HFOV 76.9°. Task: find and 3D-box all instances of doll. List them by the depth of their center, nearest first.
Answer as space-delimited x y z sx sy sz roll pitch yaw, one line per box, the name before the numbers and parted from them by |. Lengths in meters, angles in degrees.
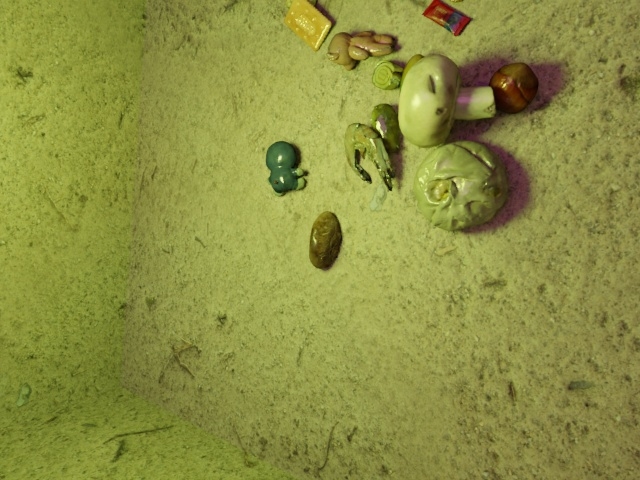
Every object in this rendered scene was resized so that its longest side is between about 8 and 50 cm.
doll | 0.183 -0.850 1.828 0.304 0.156 0.201 8 54 12
doll | -0.195 -0.371 2.047 0.228 0.154 0.257 -11 79 34

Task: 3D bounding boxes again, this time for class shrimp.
shrimp | 0.214 -0.359 1.805 0.360 0.085 0.247 58 148 9

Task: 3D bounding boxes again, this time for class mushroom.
mushroom | 0.451 -0.546 1.542 0.353 0.353 0.324 -31 54 27
mushroom | 0.000 0.000 1.925 0.156 0.151 0.284 9 96 29

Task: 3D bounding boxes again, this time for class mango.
mango | 0.386 -0.679 1.696 0.092 0.130 0.194 18 98 3

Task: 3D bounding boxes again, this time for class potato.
potato | 0.289 -0.494 1.777 0.118 0.090 0.225 -14 89 12

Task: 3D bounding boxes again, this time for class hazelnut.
hazelnut | 0.703 -0.563 1.491 0.182 0.182 0.181 1 91 31

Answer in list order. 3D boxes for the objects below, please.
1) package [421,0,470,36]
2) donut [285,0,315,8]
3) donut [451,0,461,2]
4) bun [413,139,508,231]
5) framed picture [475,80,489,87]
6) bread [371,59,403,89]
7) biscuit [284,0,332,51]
package | 0.519 -0.929 1.674 0.200 0.022 0.083 47 113 23
donut | -0.095 -1.208 2.004 0.166 0.065 0.108 21 101 28
donut | 0.560 -1.023 1.635 0.108 0.043 0.097 -44 70 25
bun | 0.532 -0.217 1.569 0.366 0.219 0.364 2 94 27
framed picture | 0.658 -0.594 1.607 0.089 0.007 0.066 25 104 28
bread | 0.295 -0.721 1.768 0.156 0.064 0.117 48 126 42
biscuit | -0.067 -1.065 1.972 0.249 0.030 0.160 47 128 10
